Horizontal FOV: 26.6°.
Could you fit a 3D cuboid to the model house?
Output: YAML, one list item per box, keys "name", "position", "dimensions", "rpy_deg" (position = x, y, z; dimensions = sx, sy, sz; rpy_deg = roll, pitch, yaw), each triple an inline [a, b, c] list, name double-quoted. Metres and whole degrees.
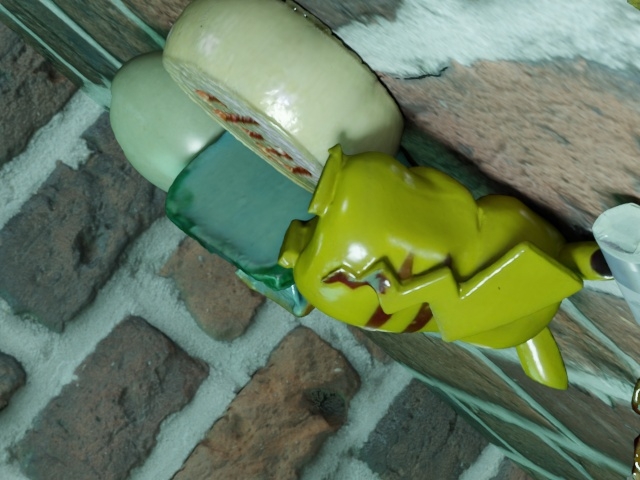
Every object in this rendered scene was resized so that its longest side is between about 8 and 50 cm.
- name: "model house"
  position: [0.000, 0.000, 1.641]
  dimensions: [0.280, 0.230, 0.249]
  rpy_deg: [33, 163, 48]

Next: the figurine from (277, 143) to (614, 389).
- name: "figurine"
  position: [0.131, 0.020, 1.311]
  dimensions: [0.327, 0.169, 0.218]
  rpy_deg: [10, 144, -16]

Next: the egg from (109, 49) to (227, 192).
- name: "egg"
  position: [-0.180, -0.160, 1.779]
  dimensions: [0.217, 0.183, 0.183]
  rpy_deg: [46, 173, 5]

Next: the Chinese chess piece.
- name: "Chinese chess piece"
  position: [-0.037, -0.153, 1.410]
  dimensions: [0.270, 0.112, 0.270]
  rpy_deg: [38, 174, 5]

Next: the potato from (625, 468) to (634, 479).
- name: "potato"
  position: [0.511, 0.420, 1.844]
  dimensions: [0.229, 0.229, 0.266]
  rpy_deg: [32, 174, 41]

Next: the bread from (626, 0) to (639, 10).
- name: "bread"
  position: [0.181, -0.142, 0.638]
  dimensions: [0.110, 0.060, 0.066]
  rpy_deg: [94, 156, -81]

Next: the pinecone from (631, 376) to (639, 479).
- name: "pinecone"
  position: [0.357, 0.174, 1.123]
  dimensions: [0.229, 0.202, 0.201]
  rpy_deg: [55, -151, -9]

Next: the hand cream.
- name: "hand cream"
  position: [0.294, 0.041, 1.196]
  dimensions: [0.079, 0.048, 0.255]
  rpy_deg: [32, 171, 34]
